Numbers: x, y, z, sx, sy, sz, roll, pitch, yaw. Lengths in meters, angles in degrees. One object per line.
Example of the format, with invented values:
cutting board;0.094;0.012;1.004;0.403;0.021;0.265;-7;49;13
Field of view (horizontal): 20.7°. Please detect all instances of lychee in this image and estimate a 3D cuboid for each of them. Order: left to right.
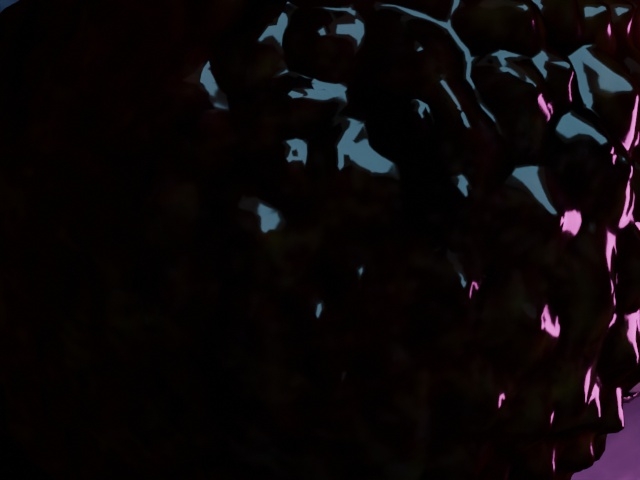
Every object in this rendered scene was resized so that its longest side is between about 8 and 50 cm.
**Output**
lychee;0.000;0.000;0.987;0.424;0.500;0.424;-1;40;1

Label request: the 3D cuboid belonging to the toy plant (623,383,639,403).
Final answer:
toy plant;0.316;-0.041;1.539;0.247;0.332;0.247;31;33;-23
